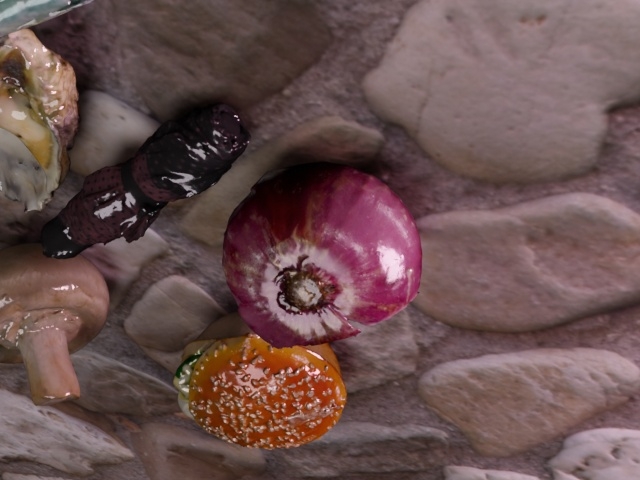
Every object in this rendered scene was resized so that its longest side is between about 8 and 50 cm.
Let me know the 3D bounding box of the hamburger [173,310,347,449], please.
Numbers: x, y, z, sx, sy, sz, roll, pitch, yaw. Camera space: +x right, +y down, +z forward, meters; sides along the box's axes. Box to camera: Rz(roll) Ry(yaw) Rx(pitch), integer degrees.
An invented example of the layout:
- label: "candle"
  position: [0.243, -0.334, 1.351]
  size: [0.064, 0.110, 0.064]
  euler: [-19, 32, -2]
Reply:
- label: "hamburger"
  position: [-0.075, 0.189, 1.320]
  size: [0.236, 0.147, 0.237]
  euler: [12, 141, 10]

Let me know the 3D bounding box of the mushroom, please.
- label: "mushroom"
  position: [-0.373, 0.118, 1.319]
  size: [0.207, 0.215, 0.207]
  euler: [-18, 156, -8]

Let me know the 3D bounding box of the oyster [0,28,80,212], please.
- label: "oyster"
  position: [-0.352, -0.139, 1.119]
  size: [0.271, 0.100, 0.275]
  euler: [6, 151, 24]

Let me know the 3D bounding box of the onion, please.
- label: "onion"
  position: [-0.005, 0.006, 1.059]
  size: [0.207, 0.201, 0.200]
  euler: [1, 138, 44]

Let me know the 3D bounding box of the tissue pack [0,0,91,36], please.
- label: "tissue pack"
  position: [-0.352, -0.229, 0.764]
  size: [0.388, 0.287, 0.162]
  euler: [-17, 126, 10]

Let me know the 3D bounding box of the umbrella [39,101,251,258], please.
- label: "umbrella"
  position: [-0.208, -0.054, 1.132]
  size: [0.326, 0.094, 0.090]
  euler: [-30, 162, 35]
